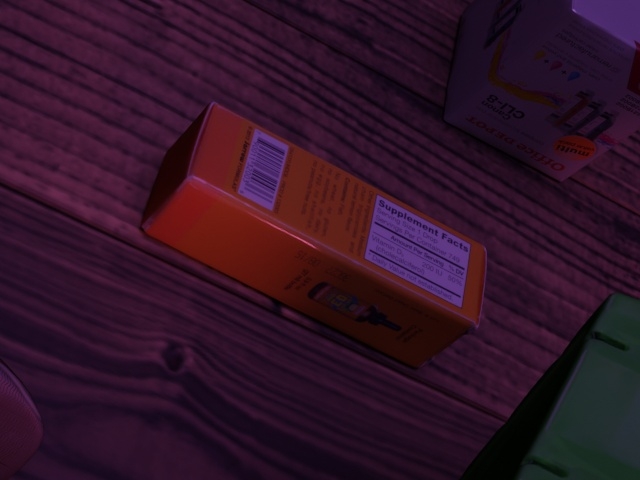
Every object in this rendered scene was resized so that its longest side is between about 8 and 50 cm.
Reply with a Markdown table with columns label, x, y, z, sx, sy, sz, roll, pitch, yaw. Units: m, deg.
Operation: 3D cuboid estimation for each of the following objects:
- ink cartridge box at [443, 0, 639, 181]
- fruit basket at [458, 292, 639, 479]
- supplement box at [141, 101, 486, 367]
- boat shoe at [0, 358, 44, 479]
| label | x | y | z | sx | sy | sz | roll | pitch | yaw |
| --- | --- | --- | --- | --- | --- | --- | --- | --- | --- |
| ink cartridge box | 0.203 | -0.155 | 1.161 | 0.128 | 0.176 | 0.127 | 26 | 56 | -18 |
| fruit basket | 0.238 | 0.241 | 0.837 | 0.392 | 0.392 | 0.283 | 42 | 50 | -6 |
| supplement box | 0.000 | 0.000 | 1.006 | 0.233 | 0.078 | 0.080 | 29 | 49 | -17 |
| boat shoe | -0.268 | 0.031 | 0.747 | 0.324 | 0.123 | 0.116 | 43 | 17 | -42 |
